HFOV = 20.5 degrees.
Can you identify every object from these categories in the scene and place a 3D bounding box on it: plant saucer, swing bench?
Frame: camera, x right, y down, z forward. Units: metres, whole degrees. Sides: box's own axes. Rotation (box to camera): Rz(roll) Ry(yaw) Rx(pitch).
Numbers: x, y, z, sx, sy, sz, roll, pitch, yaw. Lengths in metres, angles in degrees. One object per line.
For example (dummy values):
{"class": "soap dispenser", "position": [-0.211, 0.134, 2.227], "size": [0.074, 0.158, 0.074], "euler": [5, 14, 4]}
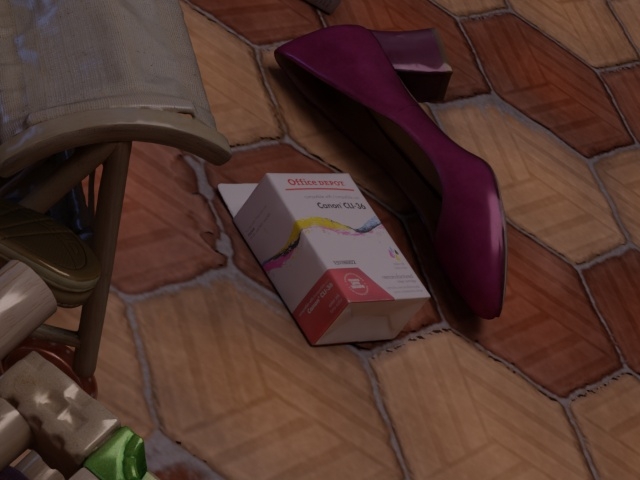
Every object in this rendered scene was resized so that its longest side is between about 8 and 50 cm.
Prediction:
{"class": "plant saucer", "position": [-0.210, 0.106, 1.353], "size": [0.083, 0.013, 0.083], "euler": [26, 33, -18]}
{"class": "swing bench", "position": [-0.212, -0.081, 1.344], "size": [0.165, 0.255, 0.253], "euler": [15, 35, -29]}

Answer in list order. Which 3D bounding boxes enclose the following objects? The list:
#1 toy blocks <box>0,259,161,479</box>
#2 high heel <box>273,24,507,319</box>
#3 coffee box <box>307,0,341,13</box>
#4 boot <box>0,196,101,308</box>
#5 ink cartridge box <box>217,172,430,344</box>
{"class": "toy blocks", "position": [-0.177, 0.236, 1.076], "size": [0.288, 0.309, 0.260], "euler": [36, 62, 19]}
{"class": "high heel", "position": [0.073, -0.068, 1.823], "size": [0.181, 0.127, 0.377], "euler": [-7, 51, -12]}
{"class": "coffee box", "position": [-0.082, -0.413, 2.052], "size": [0.297, 0.119, 0.168], "euler": [26, 34, -20]}
{"class": "boot", "position": [-0.252, 0.049, 1.185], "size": [0.213, 0.165, 0.077], "euler": [21, 13, 23]}
{"class": "ink cartridge box", "position": [0.000, 0.000, 1.653], "size": [0.115, 0.067, 0.198], "euler": [-2, 49, -46]}
